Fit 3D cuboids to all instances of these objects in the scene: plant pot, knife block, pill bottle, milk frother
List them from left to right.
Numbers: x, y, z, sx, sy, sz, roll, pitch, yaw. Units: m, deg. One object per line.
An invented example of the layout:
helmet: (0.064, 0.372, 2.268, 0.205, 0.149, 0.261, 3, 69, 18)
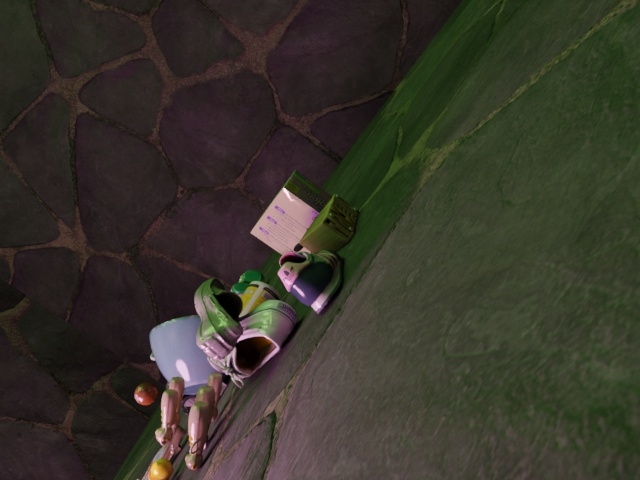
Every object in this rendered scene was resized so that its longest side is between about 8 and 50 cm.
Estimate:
milk frother: (-0.470, 0.567, 2.048, 0.135, 0.129, 0.143, 68, -163, -57)
plant pot: (-0.396, 0.382, 1.841, 0.290, 0.290, 0.196, -46, 48, 50)
pill bottle: (-0.221, 0.240, 1.794, 0.208, 0.119, 0.119, -58, 8, -32)
knife block: (0.000, 0.000, 1.597, 0.242, 0.088, 0.276, -53, 7, 22)

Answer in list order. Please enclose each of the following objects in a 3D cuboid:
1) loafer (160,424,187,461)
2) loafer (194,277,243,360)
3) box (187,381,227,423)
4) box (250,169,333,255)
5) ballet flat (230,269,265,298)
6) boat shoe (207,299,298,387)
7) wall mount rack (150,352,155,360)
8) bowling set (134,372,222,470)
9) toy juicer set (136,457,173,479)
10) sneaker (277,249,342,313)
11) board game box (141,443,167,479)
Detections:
loafer: (-0.446, 0.632, 1.726, 0.056, 0.050, 0.148, 140, 149, -77)
loafer: (-0.234, 0.168, 1.374, 0.111, 0.112, 0.319, -40, 26, 4)
box: (-0.347, 0.503, 1.752, 0.162, 0.029, 0.116, -44, 12, 52)
box: (-0.072, -0.067, 1.878, 0.243, 0.213, 0.117, -49, 9, 40)
ballet flat: (-0.315, 0.240, 2.559, 0.147, 0.147, 0.409, -53, 4, 10)
boat shoe: (-0.193, 0.286, 1.409, 0.367, 0.136, 0.156, -35, 21, 42)
wall mount rack: (-0.461, 0.414, 2.212, 0.349, 0.131, 0.304, -18, 16, 7)
bowling set: (-0.352, 0.425, 1.398, 0.287, 0.199, 0.154, -73, -10, -86)
toy juicer set: (-0.436, 0.646, 1.405, 0.209, 0.089, 0.329, -51, -5, -7)
sneaker: (-0.027, 0.058, 1.305, 0.112, 0.131, 0.319, -54, 6, 6)
board game box: (-0.517, 0.720, 1.817, 0.136, 0.035, 0.201, -52, 7, 18)
